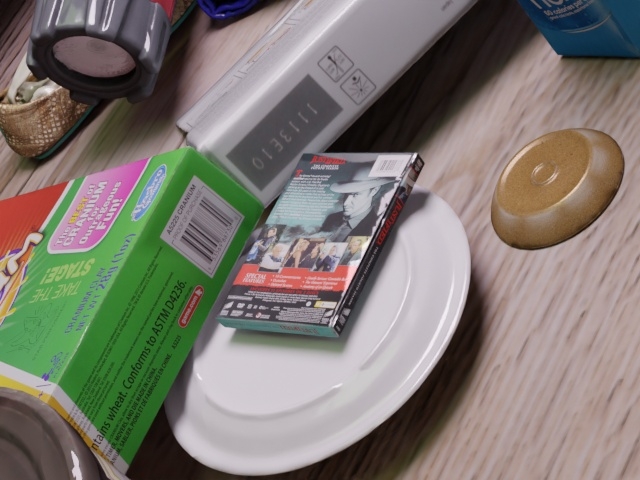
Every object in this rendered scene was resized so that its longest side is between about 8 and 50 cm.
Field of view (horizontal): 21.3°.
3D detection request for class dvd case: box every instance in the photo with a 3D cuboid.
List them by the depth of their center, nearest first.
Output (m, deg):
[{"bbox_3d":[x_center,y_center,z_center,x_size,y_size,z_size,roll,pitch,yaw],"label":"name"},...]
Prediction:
[{"bbox_3d":[0.000,0.000,0.951,0.087,0.013,0.119,1,55,41],"label":"dvd case"}]

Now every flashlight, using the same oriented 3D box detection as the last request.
[{"bbox_3d":[-0.143,-0.250,1.276,0.103,0.103,0.304,-5,59,20],"label":"flashlight"}]

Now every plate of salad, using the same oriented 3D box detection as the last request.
[{"bbox_3d":[0.000,0.050,0.953,0.200,0.048,0.200,-22,42,22],"label":"plate of salad"}]

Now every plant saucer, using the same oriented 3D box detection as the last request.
[{"bbox_3d":[0.127,-0.033,0.941,0.083,0.015,0.083,-26,39,23],"label":"plant saucer"}]

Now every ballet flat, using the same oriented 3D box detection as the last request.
[{"bbox_3d":[-0.175,-0.153,1.316,0.206,0.067,0.073,-49,36,-7],"label":"ballet flat"}]

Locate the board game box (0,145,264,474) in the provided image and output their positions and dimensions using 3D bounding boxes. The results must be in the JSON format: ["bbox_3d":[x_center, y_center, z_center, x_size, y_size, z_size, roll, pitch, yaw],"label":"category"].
[{"bbox_3d":[-0.195,0.077,1.056,0.316,0.064,0.242,-11,46,52],"label":"board game box"}]

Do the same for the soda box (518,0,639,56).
[{"bbox_3d":[0.120,-0.196,0.944,0.067,0.210,0.071,8,59,48],"label":"soda box"}]

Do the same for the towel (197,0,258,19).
[{"bbox_3d":[-0.002,-0.331,1.294,0.228,0.076,0.308,-29,36,36],"label":"towel"}]

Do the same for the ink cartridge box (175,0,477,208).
[{"bbox_3d":[0.024,-0.143,1.122,0.275,0.060,0.239,-45,10,-1],"label":"ink cartridge box"}]

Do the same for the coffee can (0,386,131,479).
[{"bbox_3d":[-0.082,0.214,0.668,0.201,0.275,0.201,-26,39,24],"label":"coffee can"}]
